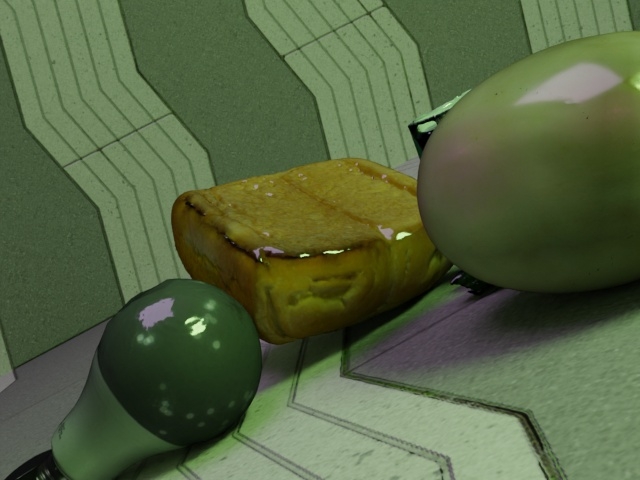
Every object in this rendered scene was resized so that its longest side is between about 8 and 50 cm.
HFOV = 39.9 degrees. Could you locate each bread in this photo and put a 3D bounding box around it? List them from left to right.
[{"bbox_3d":[0.000,0.008,1.161,0.328,0.148,0.337,-15,26,-28],"label":"bread"}]

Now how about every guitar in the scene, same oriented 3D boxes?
[{"bbox_3d":[-0.284,0.261,1.116,0.271,0.038,0.084,-26,8,11],"label":"guitar"}]

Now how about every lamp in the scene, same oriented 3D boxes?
[{"bbox_3d":[-0.202,0.168,0.994,0.314,0.182,0.182,-36,2,26],"label":"lamp"}]

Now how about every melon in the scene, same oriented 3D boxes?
[{"bbox_3d":[0.232,-0.065,0.797,0.317,0.223,0.223,-15,14,42],"label":"melon"}]

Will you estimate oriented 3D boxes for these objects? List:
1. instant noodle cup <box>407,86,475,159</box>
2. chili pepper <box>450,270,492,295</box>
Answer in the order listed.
[{"bbox_3d":[0.259,-0.136,1.341,0.251,0.190,0.251,-27,7,4],"label":"instant noodle cup"},{"bbox_3d":[0.245,-0.007,0.987,0.224,0.061,0.098,-25,8,7],"label":"chili pepper"}]
